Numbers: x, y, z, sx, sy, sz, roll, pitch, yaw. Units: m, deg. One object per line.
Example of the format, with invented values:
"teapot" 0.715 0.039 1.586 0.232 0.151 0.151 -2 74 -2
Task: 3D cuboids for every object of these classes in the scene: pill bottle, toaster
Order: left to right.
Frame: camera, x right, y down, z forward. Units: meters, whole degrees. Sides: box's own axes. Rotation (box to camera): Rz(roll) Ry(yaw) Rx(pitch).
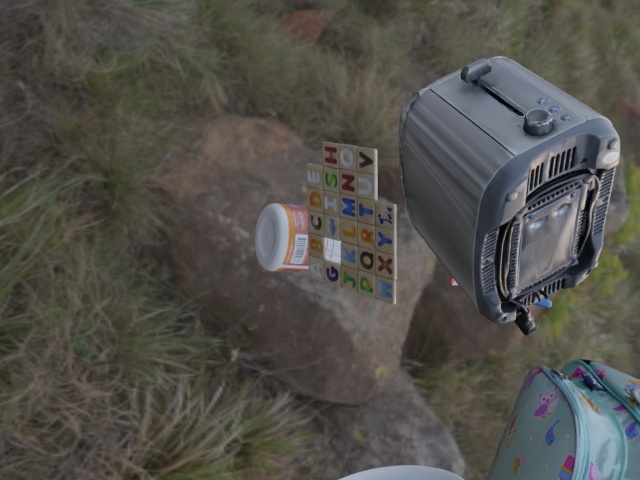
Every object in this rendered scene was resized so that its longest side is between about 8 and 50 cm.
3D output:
"pill bottle" 0.000 0.000 1.520 0.216 0.121 0.121 4 78 -28
"toaster" 0.148 -0.040 0.693 0.129 0.146 0.227 -27 141 -11

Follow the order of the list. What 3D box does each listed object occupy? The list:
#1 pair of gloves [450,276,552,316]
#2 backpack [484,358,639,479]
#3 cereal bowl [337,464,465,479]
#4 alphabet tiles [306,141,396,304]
"pair of gloves" 0.254 -0.002 1.118 0.159 0.023 0.198 15 80 -17
"backpack" 0.199 0.181 0.569 0.144 0.188 0.166 18 100 -18
"cereal bowl" 0.136 0.568 1.614 0.339 0.339 0.141 -20 102 -52
"alphabet tiles" 0.046 -0.033 1.327 0.009 0.198 0.237 -15 110 -40
